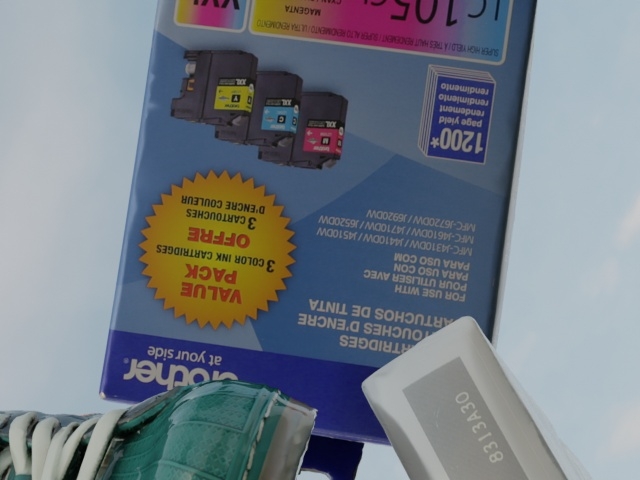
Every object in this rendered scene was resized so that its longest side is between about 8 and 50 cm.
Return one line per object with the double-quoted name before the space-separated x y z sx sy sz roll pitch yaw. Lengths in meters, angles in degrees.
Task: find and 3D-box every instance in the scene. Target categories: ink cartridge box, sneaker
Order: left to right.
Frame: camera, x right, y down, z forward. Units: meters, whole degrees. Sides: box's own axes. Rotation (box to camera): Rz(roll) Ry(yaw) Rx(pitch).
"sneaker" -0.103 0.115 0.676 0.302 0.121 0.108 -44 24 57
"ink cartridge box" 0.000 0.000 1.263 0.151 0.270 0.395 15 -97 -84
"ink cartridge box" 0.105 0.145 0.676 0.056 0.181 0.225 -31 -28 4
